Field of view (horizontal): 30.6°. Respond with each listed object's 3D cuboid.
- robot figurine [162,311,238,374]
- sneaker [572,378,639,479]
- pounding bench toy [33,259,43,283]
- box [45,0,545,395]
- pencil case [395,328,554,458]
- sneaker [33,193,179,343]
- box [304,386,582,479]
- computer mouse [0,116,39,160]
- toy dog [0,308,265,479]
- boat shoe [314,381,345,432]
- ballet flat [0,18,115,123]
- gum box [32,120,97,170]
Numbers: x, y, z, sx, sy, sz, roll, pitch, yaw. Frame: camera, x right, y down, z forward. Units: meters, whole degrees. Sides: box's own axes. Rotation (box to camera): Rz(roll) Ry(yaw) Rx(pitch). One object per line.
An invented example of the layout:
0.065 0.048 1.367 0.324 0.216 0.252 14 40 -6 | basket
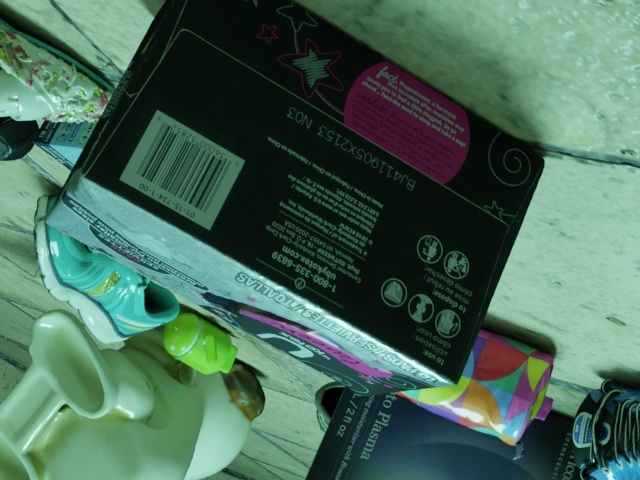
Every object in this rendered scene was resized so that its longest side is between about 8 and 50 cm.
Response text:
-0.171 0.143 1.632 0.115 0.067 0.101 36 160 -33 | robot figurine
0.287 0.189 1.019 0.147 0.130 0.330 16 162 20 | sneaker
-0.322 0.015 1.495 0.052 0.083 0.065 30 -165 -19 | pounding bench toy
-0.019 -0.028 0.725 0.247 0.163 0.142 29 161 -14 | box
0.105 0.115 1.110 0.236 0.104 0.104 22 163 14 | pencil case
-0.257 0.028 1.398 0.110 0.107 0.275 -11 148 14 | sneaker
0.137 0.317 1.332 0.294 0.296 0.183 18 162 18 | box
-0.279 -0.100 0.981 0.071 0.041 0.242 55 -178 -8 | computer mouse
-0.249 0.265 1.728 0.395 0.284 0.408 37 -164 19 | toy dog
0.128 0.268 1.518 0.305 0.109 0.091 23 169 19 | boat shoe
-0.269 -0.141 0.890 0.241 0.077 0.091 33 161 -27 | ballet flat
-0.139 -0.054 1.030 0.184 0.041 0.157 8 157 43 | gum box
